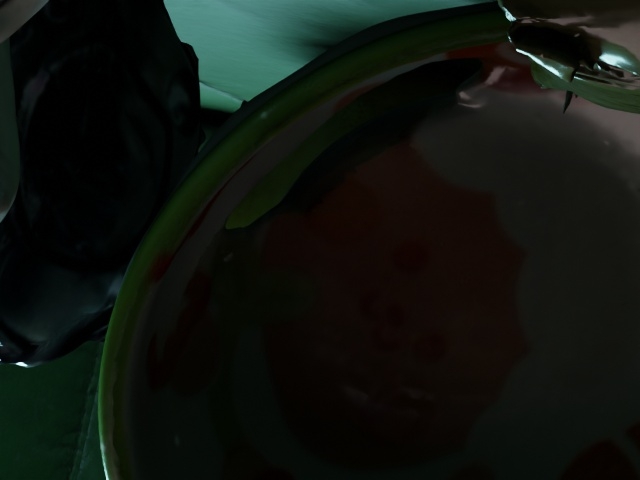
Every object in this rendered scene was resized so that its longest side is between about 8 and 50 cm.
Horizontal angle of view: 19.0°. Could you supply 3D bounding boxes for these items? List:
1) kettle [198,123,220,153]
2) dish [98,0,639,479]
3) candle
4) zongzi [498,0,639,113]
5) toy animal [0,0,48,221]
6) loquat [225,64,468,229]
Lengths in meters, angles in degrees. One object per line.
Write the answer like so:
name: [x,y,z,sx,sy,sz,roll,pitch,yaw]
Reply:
kettle: [0.000,0.000,1.291,0.236,0.161,0.221,11,145,1]
dish: [0.067,0.037,0.799,0.324,0.324,0.124,13,-157,-15]
candle: [-0.222,-0.063,0.808,0.330,0.187,0.187,12,176,25]
zongzi: [0.136,-0.070,0.487,0.178,0.081,0.189,1,180,9]
toy animal: [-0.119,-0.085,0.493,0.140,0.138,0.282,21,170,-37]
loquat: [0.028,0.002,0.963,0.213,0.213,0.213,12,176,1]
